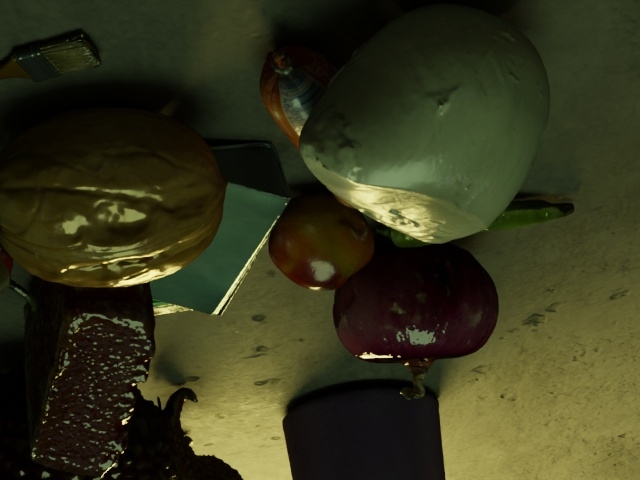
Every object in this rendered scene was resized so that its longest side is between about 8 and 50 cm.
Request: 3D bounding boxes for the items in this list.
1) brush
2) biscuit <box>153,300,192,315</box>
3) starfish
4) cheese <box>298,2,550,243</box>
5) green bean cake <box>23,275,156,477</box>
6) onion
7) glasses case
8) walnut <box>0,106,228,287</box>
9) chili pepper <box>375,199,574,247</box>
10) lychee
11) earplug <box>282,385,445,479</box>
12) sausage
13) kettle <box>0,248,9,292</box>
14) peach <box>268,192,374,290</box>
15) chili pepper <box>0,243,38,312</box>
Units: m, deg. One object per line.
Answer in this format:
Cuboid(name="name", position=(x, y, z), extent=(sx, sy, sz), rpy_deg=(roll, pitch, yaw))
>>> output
Cuboid(name="brush", position=(-0.262, -0.136, 1.272), extent=(0.169, 0.014, 0.043), rpy_deg=(-13, 152, 13))
Cuboid(name="biscuit", position=(-0.176, 0.070, 1.715), extent=(0.089, 0.016, 0.046), rpy_deg=(-7, 155, 0))
Cuboid(name="starfish", position=(-0.129, 0.321, 2.006), extent=(0.113, 0.312, 0.303), rpy_deg=(-37, 112, 1))
Cuboid(name="cheese", position=(0.096, -0.097, 1.256), extent=(0.154, 0.189, 0.198), rpy_deg=(27, 179, 40))
Cuboid(name="green bean cake", position=(-0.233, 0.103, 1.568), extent=(0.097, 0.199, 0.233), rpy_deg=(2, 148, -22))
Cuboid(name="onion", position=(0.101, 0.073, 1.646), extent=(0.177, 0.153, 0.177), rpy_deg=(-19, -166, 5))
Cuboid(name="glasses case", position=(-0.110, -0.014, 1.529), extent=(0.105, 0.056, 0.266), rpy_deg=(16, 149, -11))
Cuboid(name="walnut", position=(-0.182, -0.037, 1.340), extent=(0.206, 0.159, 0.159), rpy_deg=(-6, 154, -2))
Cuboid(name="chili pepper", position=(0.161, -0.022, 1.586), extent=(0.208, 0.043, 0.049), rpy_deg=(-7, 139, -2))
Cuboid(name="lychee", position=(-0.296, 0.261, 1.803), extent=(0.267, 0.268, 0.267), rpy_deg=(-6, 154, -3))
Cuboid(name="earplug", position=(0.082, 0.431, 2.029), extent=(0.215, 0.456, 0.215), rpy_deg=(-7, 157, -3))
Cuboid(name="sausage", position=(0.005, -0.103, 1.346), extent=(0.071, 0.071, 0.234), rpy_deg=(-14, 154, 14))
Cuboid(name="kettle", position=(-0.332, -0.003, 1.329), extent=(0.098, 0.127, 0.148), rpy_deg=(-15, -167, 6))
Cuboid(name="peach", position=(0.000, -0.001, 1.534), extent=(0.100, 0.101, 0.101), rpy_deg=(-6, 154, -3))
Cuboid(name="chili pepper", position=(-0.362, 0.002, 1.473), extent=(0.071, 0.063, 0.272), rpy_deg=(-31, 136, 22))
